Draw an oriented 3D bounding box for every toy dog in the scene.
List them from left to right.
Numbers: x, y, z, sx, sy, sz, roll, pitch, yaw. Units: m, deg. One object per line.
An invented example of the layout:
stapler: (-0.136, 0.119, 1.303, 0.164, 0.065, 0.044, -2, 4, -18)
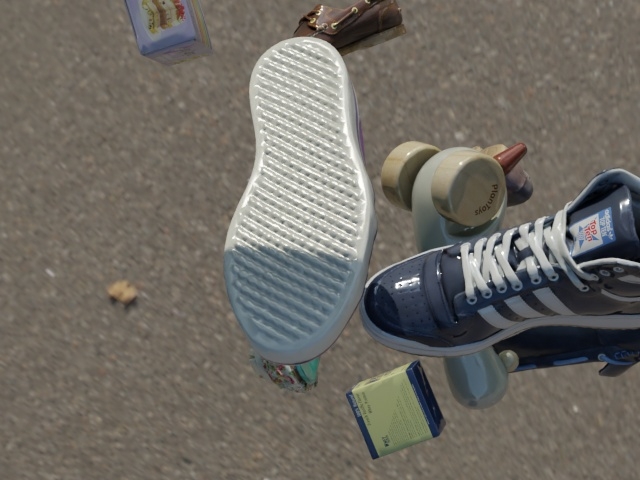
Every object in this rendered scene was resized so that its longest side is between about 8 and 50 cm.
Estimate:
toy dog: (0.189, 0.015, 1.610, 0.161, 0.334, 0.220, -21, 43, -21)

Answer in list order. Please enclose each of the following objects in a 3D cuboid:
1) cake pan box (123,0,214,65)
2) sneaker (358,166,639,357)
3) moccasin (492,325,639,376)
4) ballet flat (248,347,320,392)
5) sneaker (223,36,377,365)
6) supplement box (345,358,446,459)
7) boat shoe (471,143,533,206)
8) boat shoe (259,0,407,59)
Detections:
cake pan box: (-0.189, -0.324, 1.490, 0.070, 0.246, 0.267, -17, 93, -1)
sneaker: (0.172, 0.018, 1.129, 0.282, 0.153, 0.099, -6, 65, -2)
moccasin: (0.381, 0.119, 1.806, 0.342, 0.137, 0.117, -2, 109, 32)
ballet flat: (-0.040, 0.123, 1.567, 0.077, 0.241, 0.091, -22, 99, 11)
sneaker: (0.001, 0.000, 1.028, 0.102, 0.161, 0.282, -2, 50, 10)
supplement box: (0.086, 0.191, 1.562, 0.083, 0.056, 0.083, -23, 90, 14)
boat shoe: (0.248, -0.085, 2.112, 0.103, 0.285, 0.092, -45, 97, -9)
boat shoe: (0.009, -0.250, 1.667, 0.207, 0.073, 0.073, -26, 12, -30)
